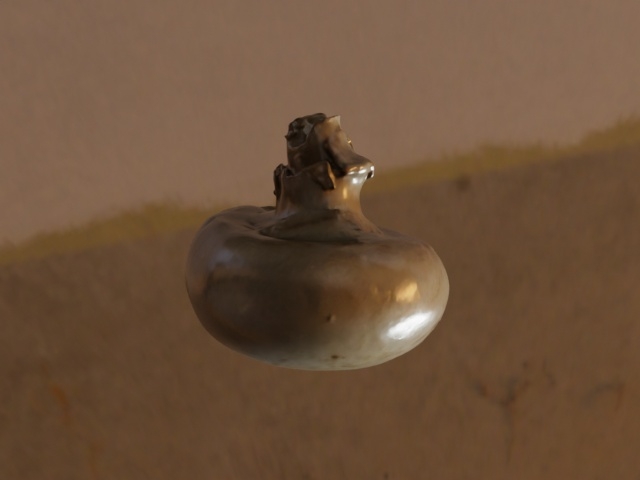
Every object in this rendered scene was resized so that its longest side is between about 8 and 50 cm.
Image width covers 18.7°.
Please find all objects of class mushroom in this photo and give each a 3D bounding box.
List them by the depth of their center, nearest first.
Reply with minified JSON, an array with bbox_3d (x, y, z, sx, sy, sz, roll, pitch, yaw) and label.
[{"bbox_3d":[0.000,0.000,0.609,0.085,0.085,0.079,10,-84,6],"label":"mushroom"}]
